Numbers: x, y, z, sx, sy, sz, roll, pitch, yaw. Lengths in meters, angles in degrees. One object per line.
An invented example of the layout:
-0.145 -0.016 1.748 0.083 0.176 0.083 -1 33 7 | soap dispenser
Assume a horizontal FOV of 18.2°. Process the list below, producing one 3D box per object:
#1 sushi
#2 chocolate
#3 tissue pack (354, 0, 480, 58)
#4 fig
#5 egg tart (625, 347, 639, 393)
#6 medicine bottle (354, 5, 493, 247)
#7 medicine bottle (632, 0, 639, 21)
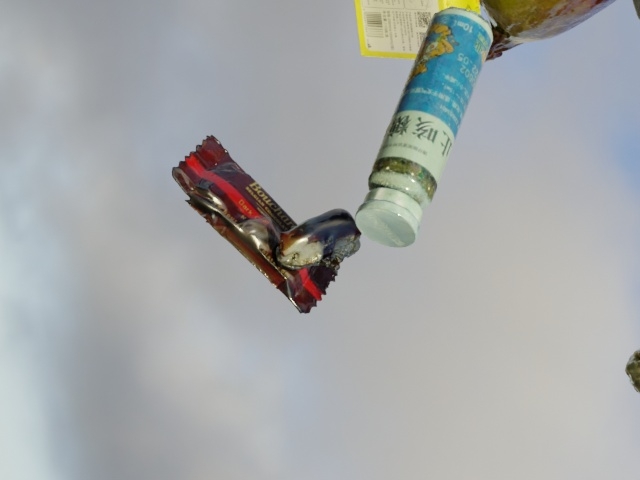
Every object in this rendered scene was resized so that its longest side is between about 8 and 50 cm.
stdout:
0.000 0.000 1.787 0.044 0.083 0.046 56 -28 32 | sushi
-0.056 -0.016 1.817 0.182 0.086 0.028 46 -50 -3 | chocolate
0.079 -0.248 1.715 0.095 0.062 0.176 7 -66 35 | tissue pack
0.190 -0.242 1.784 0.170 0.145 0.274 41 -57 10 | fig
0.325 0.163 1.291 0.315 0.315 0.120 -147 -103 -72 | egg tart
0.076 -0.083 1.439 0.051 0.051 0.191 101 8 -59 | medicine bottle
0.477 -0.324 2.015 0.371 0.211 0.211 128 -50 -64 | medicine bottle
